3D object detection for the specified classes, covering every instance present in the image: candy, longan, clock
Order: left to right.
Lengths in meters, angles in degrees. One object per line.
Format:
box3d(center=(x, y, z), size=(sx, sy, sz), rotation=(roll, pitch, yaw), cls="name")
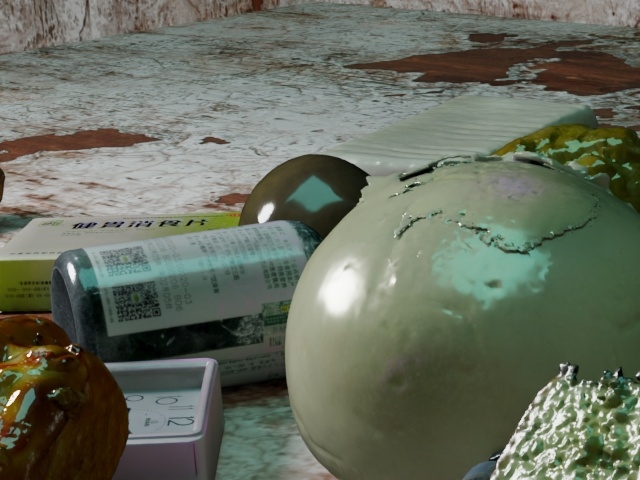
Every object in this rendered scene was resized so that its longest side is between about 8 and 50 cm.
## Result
box3d(center=(-0.156, 0.152, 1.502), size=(0.150, 0.063, 0.197), rotation=(-3, 15, 2), cls="clock")
box3d(center=(0.000, 0.000, 1.864), size=(0.189, 0.189, 0.189), rotation=(-4, 14, 1), cls="longan")
box3d(center=(0.150, -0.056, 2.076), size=(0.208, 0.145, 0.359), rotation=(6, 18, 33), cls="candy")

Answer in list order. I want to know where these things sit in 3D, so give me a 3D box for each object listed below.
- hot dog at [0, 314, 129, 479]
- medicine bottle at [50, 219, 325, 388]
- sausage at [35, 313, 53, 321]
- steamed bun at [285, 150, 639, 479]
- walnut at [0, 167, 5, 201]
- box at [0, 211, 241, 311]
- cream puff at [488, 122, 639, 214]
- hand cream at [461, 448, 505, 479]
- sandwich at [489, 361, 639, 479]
box3d(center=(-0.221, 0.142, 1.272), size=(0.150, 0.153, 0.256), rotation=(0, 31, 16), cls="hot dog")
box3d(center=(-0.081, 0.059, 1.691), size=(0.293, 0.141, 0.141), rotation=(-9, 15, -17), cls="medicine bottle")
box3d(center=(-0.279, 0.102, 1.730), size=(0.169, 0.065, 0.065), rotation=(-10, 15, -24), cls="sausage")
box3d(center=(0.138, 0.061, 1.445), size=(0.334, 0.233, 0.312), rotation=(-3, 13, 9), cls="steamed bun")
box3d(center=(-0.478, -0.051, 2.310), size=(0.207, 0.115, 0.116), rotation=(-19, 20, -26), cls="walnut")
box3d(center=(-0.200, 0.021, 2.029), size=(0.261, 0.062, 0.175), rotation=(-2, 14, 8), cls="box")
box3d(center=(0.213, 0.010, 1.687), size=(0.244, 0.244, 0.196), rotation=(-3, 28, 2), cls="cream puff")
box3d(center=(0.076, 0.211, 1.202), size=(0.088, 0.055, 0.256), rotation=(8, 29, 25), cls="hand cream")
box3d(center=(0.219, 0.179, 1.200), size=(0.122, 0.128, 0.236), rotation=(14, -20, 49), cls="sandwich")
